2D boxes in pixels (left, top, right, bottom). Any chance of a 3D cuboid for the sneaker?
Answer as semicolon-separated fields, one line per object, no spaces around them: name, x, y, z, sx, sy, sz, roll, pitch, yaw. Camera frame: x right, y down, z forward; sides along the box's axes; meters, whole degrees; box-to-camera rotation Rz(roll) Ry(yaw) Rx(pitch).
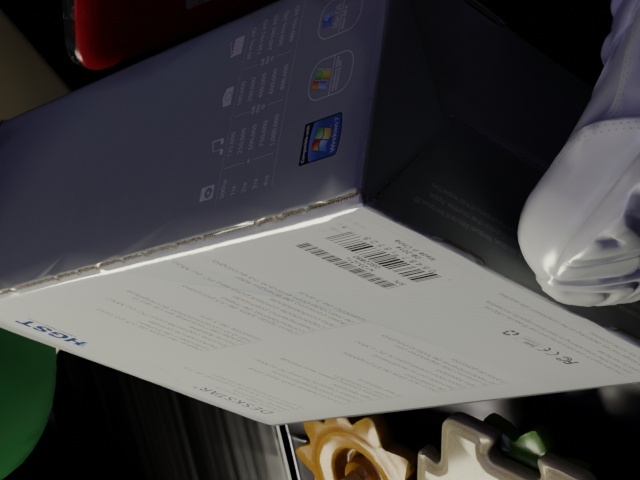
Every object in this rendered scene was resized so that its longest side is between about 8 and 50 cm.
sneaker;0.129;-0.086;0.418;0.232;0.090;0.115;-52;55;9

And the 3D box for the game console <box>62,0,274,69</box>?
game console;-0.073;-0.152;0.546;0.085;0.144;0.124;23;127;32

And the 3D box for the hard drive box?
hard drive box;0.000;0.000;0.533;0.232;0.181;0.089;-14;59;44

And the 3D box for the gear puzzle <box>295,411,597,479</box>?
gear puzzle;0.122;0.163;0.625;0.339;0.044;0.175;22;127;35

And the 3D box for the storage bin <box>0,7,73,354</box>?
storage bin;-0.258;-0.035;0.789;0.262;0.123;0.260;48;135;10

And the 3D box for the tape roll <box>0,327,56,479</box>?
tape roll;-0.267;0.001;0.664;0.321;0.077;0.321;21;128;29
